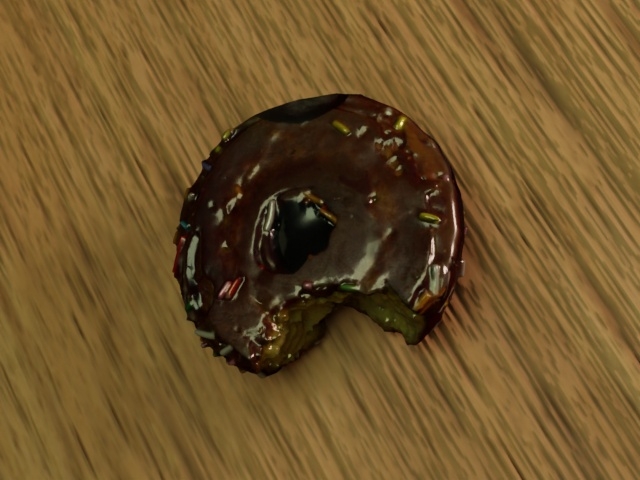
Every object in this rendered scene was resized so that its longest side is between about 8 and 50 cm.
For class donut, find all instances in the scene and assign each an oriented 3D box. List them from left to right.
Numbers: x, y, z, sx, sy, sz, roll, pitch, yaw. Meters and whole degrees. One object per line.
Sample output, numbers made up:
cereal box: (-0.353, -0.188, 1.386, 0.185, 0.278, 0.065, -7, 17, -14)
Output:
donut: (0.001, -0.001, 1.080, 0.230, 0.096, 0.216, -29, 63, 10)
